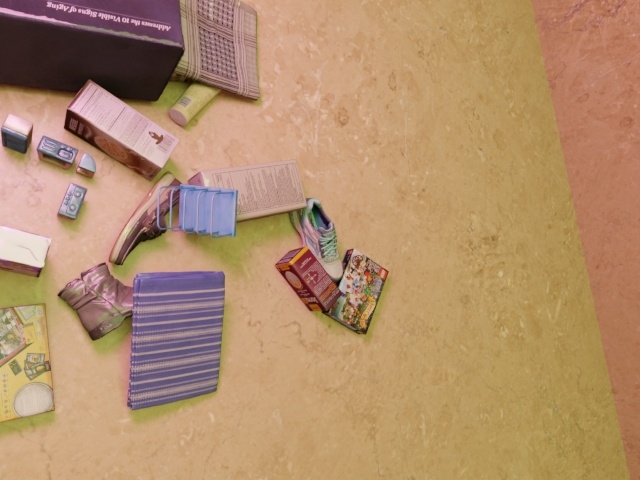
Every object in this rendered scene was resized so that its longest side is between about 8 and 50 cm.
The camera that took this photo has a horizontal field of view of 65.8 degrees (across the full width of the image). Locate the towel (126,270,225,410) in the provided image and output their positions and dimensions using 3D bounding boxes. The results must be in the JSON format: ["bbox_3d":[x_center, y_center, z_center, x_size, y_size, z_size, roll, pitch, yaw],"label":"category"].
[{"bbox_3d":[-0.360,0.242,1.246,0.243,0.040,0.336,0,99,-40],"label":"towel"}]

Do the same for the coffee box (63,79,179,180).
[{"bbox_3d":[-0.501,-0.269,1.248,0.246,0.141,0.098,33,66,-21],"label":"coffee box"}]

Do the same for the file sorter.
[{"bbox_3d":[-0.308,-0.074,1.232,0.104,0.170,0.118,-15,111,-66],"label":"file sorter"}]

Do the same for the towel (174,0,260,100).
[{"bbox_3d":[-0.300,-0.596,1.434,0.312,0.056,0.324,7,74,-43],"label":"towel"}]

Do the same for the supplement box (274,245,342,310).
[{"bbox_3d":[-0.036,0.117,1.485,0.081,0.104,0.188,-44,104,-29],"label":"supplement box"}]

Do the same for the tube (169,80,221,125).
[{"bbox_3d":[-0.343,-0.427,1.426,0.240,0.062,0.070,-61,156,-29],"label":"tube"}]

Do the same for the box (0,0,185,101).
[{"bbox_3d":[-0.602,-0.624,1.147,0.479,0.297,0.472,-1,77,-32],"label":"box"}]

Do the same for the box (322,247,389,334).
[{"bbox_3d":[0.117,0.165,1.605,0.159,0.044,0.233,33,66,-23],"label":"box"}]

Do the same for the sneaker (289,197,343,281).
[{"bbox_3d":[0.000,0.000,1.516,0.110,0.122,0.283,-30,98,-32],"label":"sneaker"}]

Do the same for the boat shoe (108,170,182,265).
[{"bbox_3d":[-0.436,-0.050,1.273,0.092,0.103,0.285,34,60,-17],"label":"boat shoe"}]

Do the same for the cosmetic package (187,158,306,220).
[{"bbox_3d":[-0.206,-0.132,1.410,0.296,0.129,0.153,-12,90,-33],"label":"cosmetic package"}]

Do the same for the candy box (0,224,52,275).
[{"bbox_3d":[-0.676,0.020,1.055,0.164,0.196,0.070,18,72,-28],"label":"candy box"}]

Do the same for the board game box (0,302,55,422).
[{"bbox_3d":[-0.691,0.271,1.093,0.165,0.042,0.243,-4,84,-32],"label":"board game box"}]

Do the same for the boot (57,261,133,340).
[{"bbox_3d":[-0.496,0.118,1.221,0.246,0.083,0.161,-34,94,-33],"label":"boot"}]

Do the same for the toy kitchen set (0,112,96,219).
[{"bbox_3d":[-0.645,-0.161,1.150,0.207,0.122,0.166,22,70,-26],"label":"toy kitchen set"}]

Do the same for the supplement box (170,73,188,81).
[{"bbox_3d":[-0.416,-0.496,1.388,0.083,0.056,0.083,-8,85,-32],"label":"supplement box"}]
